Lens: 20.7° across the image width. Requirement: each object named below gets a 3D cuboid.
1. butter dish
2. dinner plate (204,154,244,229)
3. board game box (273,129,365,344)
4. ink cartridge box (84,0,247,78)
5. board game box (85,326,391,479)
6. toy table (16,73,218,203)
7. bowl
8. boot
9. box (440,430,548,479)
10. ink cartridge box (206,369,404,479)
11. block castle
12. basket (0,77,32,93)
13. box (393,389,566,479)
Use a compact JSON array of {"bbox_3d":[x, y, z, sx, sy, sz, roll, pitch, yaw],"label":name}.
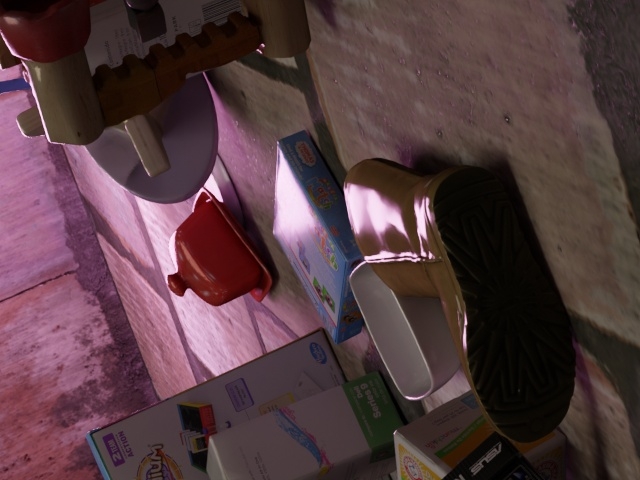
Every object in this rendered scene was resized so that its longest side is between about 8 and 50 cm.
[{"bbox_3d":[-0.152,0.031,2.330,0.160,0.118,0.160,54,165,5],"label":"butter dish"},{"bbox_3d":[-0.139,-0.071,2.371,0.141,0.017,0.141,158,90,-77],"label":"dinner plate"},{"bbox_3d":[0.000,0.000,1.910,0.160,0.039,0.211,61,166,23],"label":"board game box"},{"bbox_3d":[-0.255,-0.291,1.909,0.309,0.271,0.130,55,162,41],"label":"ink cartridge box"},{"bbox_3d":[-0.094,0.279,2.139,0.242,0.316,0.064,66,166,5],"label":"board game box"},{"bbox_3d":[-0.236,-0.183,2.130,0.274,0.252,0.161,52,179,12],"label":"toy table"},{"bbox_3d":[0.088,0.078,1.678,0.142,0.053,0.142,66,167,5],"label":"bowl"},{"bbox_3d":[0.112,0.039,1.478,0.269,0.089,0.236,-175,70,-76],"label":"boot"},{"bbox_3d":[0.131,0.271,1.433,0.191,0.184,0.045,47,179,-36],"label":"box"},{"bbox_3d":[-0.019,0.245,2.012,0.154,0.212,0.093,100,146,-67],"label":"ink cartridge box"},{"bbox_3d":[-0.217,-0.317,1.662,0.453,0.303,0.213,51,158,46],"label":"block castle"},{"bbox_3d":[-0.374,-0.318,2.384,0.201,0.254,0.289,54,143,37],"label":"basket"},{"bbox_3d":[0.144,0.243,1.549,0.103,0.114,0.203,37,145,43],"label":"box"}]
